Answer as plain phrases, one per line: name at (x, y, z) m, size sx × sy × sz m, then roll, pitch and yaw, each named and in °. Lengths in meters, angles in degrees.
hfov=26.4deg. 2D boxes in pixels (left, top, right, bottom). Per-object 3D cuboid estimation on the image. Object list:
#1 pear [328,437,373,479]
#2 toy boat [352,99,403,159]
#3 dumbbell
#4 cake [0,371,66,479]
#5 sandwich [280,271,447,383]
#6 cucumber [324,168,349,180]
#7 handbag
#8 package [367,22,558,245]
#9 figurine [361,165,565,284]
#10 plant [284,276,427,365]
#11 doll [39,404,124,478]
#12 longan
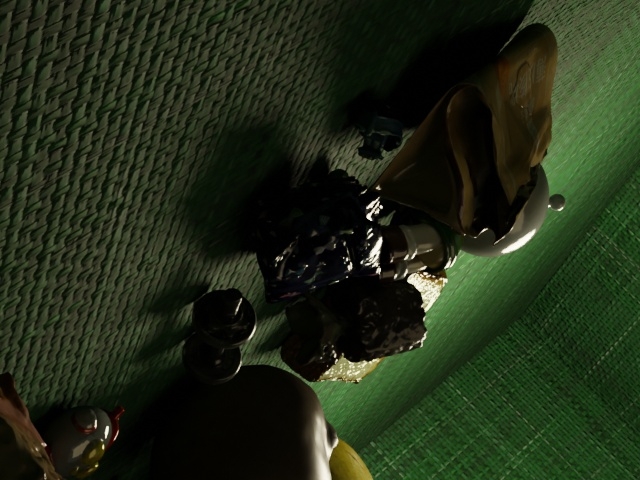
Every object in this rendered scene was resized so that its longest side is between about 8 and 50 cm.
pear at (-0.071, 0.450, 2.185) m, size 0.340 × 0.386 × 0.191 m, roll -47°, pitch 173°, yaw -7°
toy boat at (0.067, -0.125, 1.604) m, size 0.137 × 0.060 × 0.060 m, roll 53°, pitch 55°, yaw -82°
dumbbell at (-0.131, 0.124, 1.732) m, size 0.082 × 0.081 × 0.254 m, roll -37°, pitch 165°, yaw -29°
cake at (-0.332, 0.257, 1.083) m, size 0.314 × 0.307 × 0.293 m, roll -41°, pitch 167°, yaw -12°
sandwich at (0.083, 0.123, 2.299) m, size 0.271 × 0.099 × 0.301 m, roll -51°, pitch 162°, yaw 7°
cucumber at (0.015, -0.052, 1.727) m, size 0.037 × 0.037 × 0.155 m, roll -40°, pitch 164°, yaw -19°
handbag at (0.000, 0.000, 1.633) m, size 0.162 × 0.113 × 0.260 m, roll -13°, pitch 164°, yaw -2°
package at (0.228, -0.126, 1.747) m, size 0.221 × 0.165 × 0.311 m, roll -51°, pitch 175°, yaw 30°
figurine at (0.213, -0.038, 2.080) m, size 0.370 × 0.167 × 0.281 m, roll -24°, pitch 152°, yaw -34°
plant at (0.053, 0.121, 2.064) m, size 0.203 × 0.131 × 0.142 m, roll 0°, pitch 104°, yaw -27°
doll at (-0.324, 0.259, 1.595) m, size 0.245 × 0.076 × 0.142 m, roll -27°, pitch 159°, yaw -38°
longan at (-0.112, 0.325, 1.982) m, size 0.297 × 0.297 × 0.297 m, roll -41°, pitch 166°, yaw -13°
